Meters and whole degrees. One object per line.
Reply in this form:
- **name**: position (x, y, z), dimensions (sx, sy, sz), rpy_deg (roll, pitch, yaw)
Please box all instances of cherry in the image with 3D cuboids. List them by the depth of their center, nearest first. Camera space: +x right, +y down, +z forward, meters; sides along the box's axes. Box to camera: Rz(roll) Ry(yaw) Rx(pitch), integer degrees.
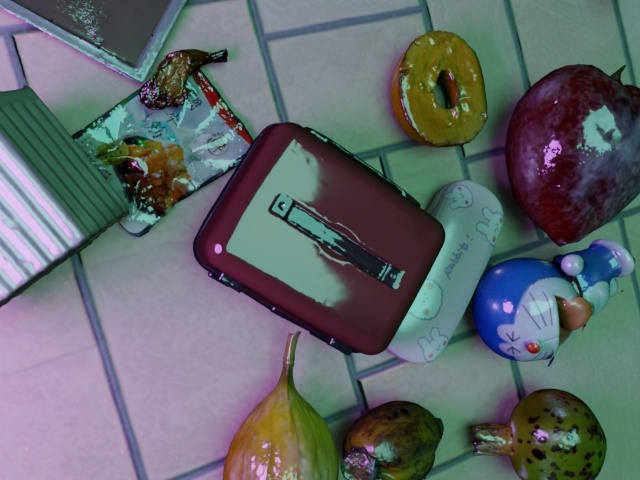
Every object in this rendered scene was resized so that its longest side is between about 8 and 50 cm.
- **cherry**: position (0.402, -0.138, 0.966), dimensions (0.230, 0.203, 0.300), rpy_deg (14, 93, -25)

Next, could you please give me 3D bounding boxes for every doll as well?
- **doll**: position (0.362, 0.094, 0.968), dimensions (0.256, 0.161, 0.215), rpy_deg (-23, 137, -12)

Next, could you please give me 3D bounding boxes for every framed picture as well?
- **framed picture**: position (-0.320, -0.375, 0.821), dimensions (0.296, 0.019, 0.232), rpy_deg (28, 80, -16)

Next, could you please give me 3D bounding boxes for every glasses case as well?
- **glasses case**: position (0.184, 0.046, 0.955), dimensions (0.113, 0.075, 0.297), rpy_deg (30, 79, -15)

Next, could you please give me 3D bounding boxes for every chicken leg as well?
- **chicken leg**: position (-0.185, -0.226, 0.837), dimensions (0.062, 0.037, 0.145), rpy_deg (48, 65, -23)

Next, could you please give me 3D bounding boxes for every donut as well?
- **donut**: position (0.179, -0.229, 0.966), dimensions (0.162, 0.065, 0.179), rpy_deg (-2, 89, -24)

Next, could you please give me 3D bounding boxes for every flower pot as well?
- **flower pot**: position (-0.368, -0.034, 0.700), dimensions (0.239, 0.209, 0.190), rpy_deg (-42, 102, -16)

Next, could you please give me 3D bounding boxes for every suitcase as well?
- **suitcase**: position (0.000, 0.000, 0.847), dimensions (0.297, 0.161, 0.236), rpy_deg (32, 82, -15)

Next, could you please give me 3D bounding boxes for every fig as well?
- **fig**: position (-0.048, 0.251, 0.840), dimensions (0.159, 0.159, 0.257), rpy_deg (9, 79, -18)

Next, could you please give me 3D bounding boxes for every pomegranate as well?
- **pomegranate**: position (0.341, 0.312, 0.973), dimensions (0.205, 0.159, 0.159), rpy_deg (-1, 90, 6)

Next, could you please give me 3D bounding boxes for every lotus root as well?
- **lotus root**: position (0.107, 0.292, 0.901), dimensions (0.209, 0.120, 0.120), rpy_deg (-5, 91, -46)

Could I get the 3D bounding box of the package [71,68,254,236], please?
- **package**: position (-0.216, -0.126, 0.842), dimensions (0.232, 0.040, 0.166), rpy_deg (-39, 101, -17)
